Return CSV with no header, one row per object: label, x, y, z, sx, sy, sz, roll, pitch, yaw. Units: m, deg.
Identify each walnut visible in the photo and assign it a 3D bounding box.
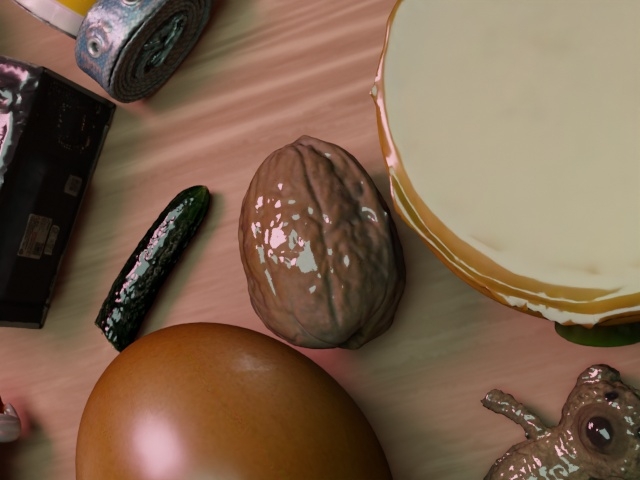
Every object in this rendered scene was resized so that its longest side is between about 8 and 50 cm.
walnut,-0.001,0.001,0.940,0.178,0.178,0.231,-12,79,14

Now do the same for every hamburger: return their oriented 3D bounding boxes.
hamburger,0.245,-0.121,0.826,0.395,0.277,0.396,-1,86,16

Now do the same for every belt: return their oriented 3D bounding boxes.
belt,-0.200,-0.239,1.044,0.082,0.147,0.163,40,123,14

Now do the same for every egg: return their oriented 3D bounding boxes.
egg,-0.082,0.237,0.876,0.282,0.282,0.351,-45,63,6

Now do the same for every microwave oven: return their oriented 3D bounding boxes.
microwave oven,-0.410,-0.070,1.061,0.237,0.181,0.295,18,88,18

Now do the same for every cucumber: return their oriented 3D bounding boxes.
cucumber,-0.192,0.026,1.054,0.058,0.052,0.215,31,92,-3

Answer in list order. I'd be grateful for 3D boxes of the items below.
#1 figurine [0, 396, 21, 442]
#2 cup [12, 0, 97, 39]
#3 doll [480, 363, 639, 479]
figurine,-0.447,0.248,1.053,0.193,0.154,0.421,-45,78,26
cup,-0.245,-0.378,1.056,0.196,0.196,0.280,38,103,17
doll,0.204,0.237,0.904,0.285,0.091,0.203,-14,68,24
